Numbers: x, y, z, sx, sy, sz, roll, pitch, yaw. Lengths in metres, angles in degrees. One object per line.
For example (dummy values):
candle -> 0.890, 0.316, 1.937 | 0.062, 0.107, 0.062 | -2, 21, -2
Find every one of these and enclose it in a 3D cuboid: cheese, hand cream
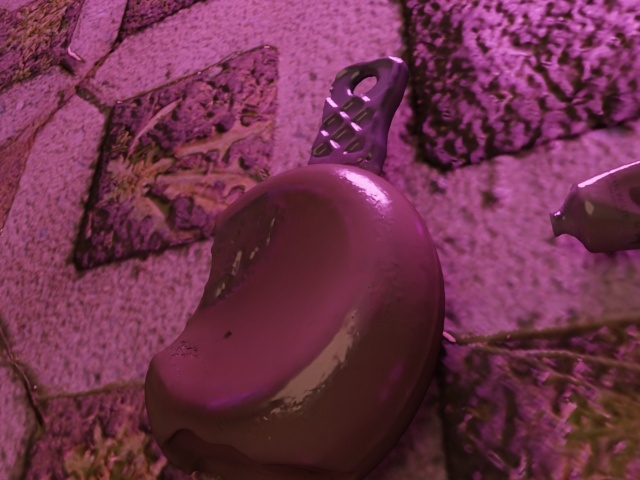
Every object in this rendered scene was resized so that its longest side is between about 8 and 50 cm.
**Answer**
cheese -> 0.000, 0.000, 0.403 | 0.163, 0.082, 0.287 | -6, 53, 31
hand cream -> 0.193, -0.027, 0.322 | 0.165, 0.037, 0.057 | -14, 51, 19
